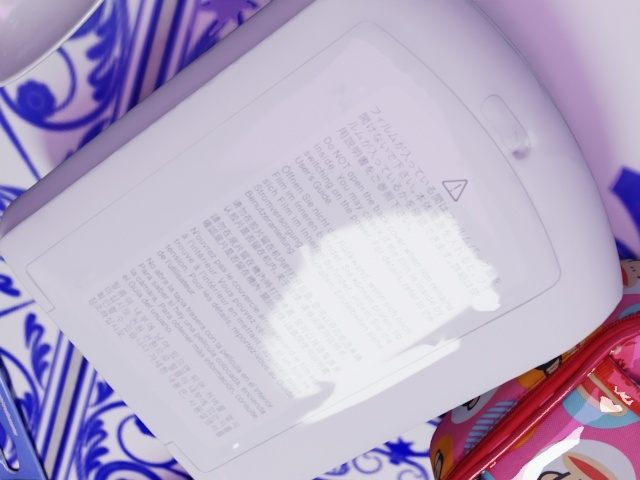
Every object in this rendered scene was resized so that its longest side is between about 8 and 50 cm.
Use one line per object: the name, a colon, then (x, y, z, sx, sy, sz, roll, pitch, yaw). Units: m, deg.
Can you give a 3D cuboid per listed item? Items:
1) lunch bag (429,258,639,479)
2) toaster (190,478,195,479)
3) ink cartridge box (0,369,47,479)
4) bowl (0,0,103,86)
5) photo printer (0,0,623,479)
lunch bag: (0.243, 0.156, 0.537, 0.293, 0.120, 0.258, 36, 111, -8)
toaster: (-0.082, 0.287, 0.650, 0.168, 0.110, 0.186, -33, 106, 23)
ink cartridge box: (-0.383, 0.183, 0.678, 0.311, 0.065, 0.186, -6, 115, 10)
bowl: (-0.187, -0.174, 0.468, 0.142, 0.053, 0.142, -35, 117, 22)
photo printer: (0.000, 0.000, 0.500, 0.307, 0.107, 0.256, -33, 105, 21)
